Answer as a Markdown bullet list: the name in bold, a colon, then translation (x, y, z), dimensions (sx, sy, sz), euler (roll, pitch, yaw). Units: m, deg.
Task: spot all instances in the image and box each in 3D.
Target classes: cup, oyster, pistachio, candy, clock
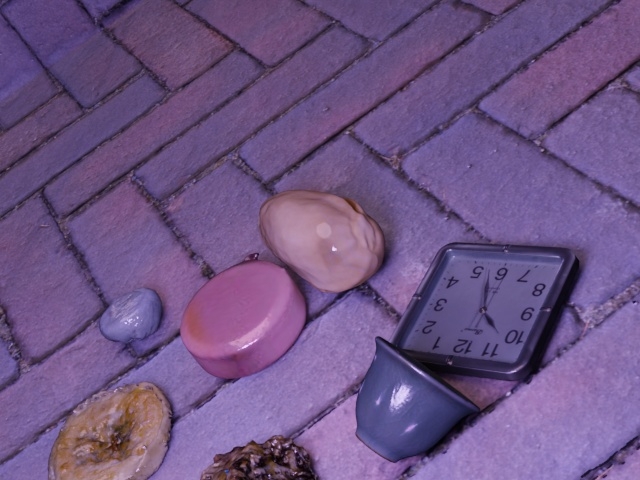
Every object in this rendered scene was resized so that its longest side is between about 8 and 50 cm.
- **cup**: translation (0.128, 0.265, 1.712), dimensions (0.150, 0.199, 0.199), euler (-55, 39, 0)
- **oyster**: translation (-0.116, 0.376, 1.761), dimensions (0.223, 0.083, 0.214), euler (-3, 11, 37)
- **pistachio**: translation (0.000, 0.000, 2.092), dimensions (0.187, 0.187, 0.299), euler (-46, 33, -19)
- **candy**: translation (-0.146, 0.143, 2.088), dimensions (0.255, 0.094, 0.255), euler (-19, 39, 16)
- **clock**: translation (0.278, 0.116, 1.857), dimensions (0.273, 0.049, 0.279), euler (4, 49, 39)

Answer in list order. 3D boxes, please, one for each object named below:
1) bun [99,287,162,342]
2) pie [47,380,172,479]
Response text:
- **bun**: translation (-0.385, 0.162, 2.250), dimensions (0.140, 0.083, 0.141), euler (-24, 28, 13)
- **pie**: translation (-0.393, 0.375, 2.032), dimensions (0.274, 0.055, 0.274), euler (-19, 39, 16)
